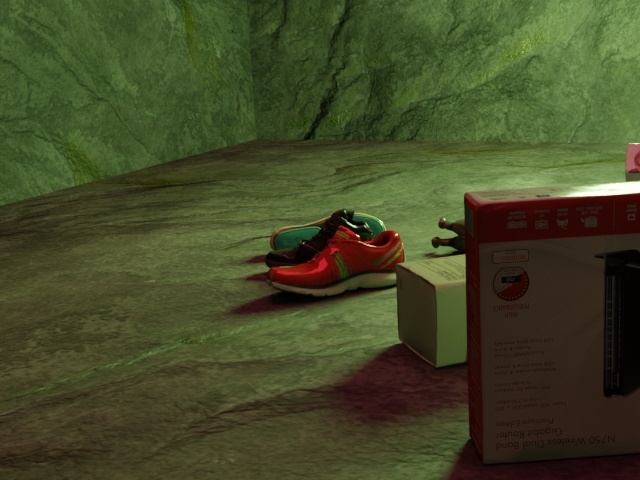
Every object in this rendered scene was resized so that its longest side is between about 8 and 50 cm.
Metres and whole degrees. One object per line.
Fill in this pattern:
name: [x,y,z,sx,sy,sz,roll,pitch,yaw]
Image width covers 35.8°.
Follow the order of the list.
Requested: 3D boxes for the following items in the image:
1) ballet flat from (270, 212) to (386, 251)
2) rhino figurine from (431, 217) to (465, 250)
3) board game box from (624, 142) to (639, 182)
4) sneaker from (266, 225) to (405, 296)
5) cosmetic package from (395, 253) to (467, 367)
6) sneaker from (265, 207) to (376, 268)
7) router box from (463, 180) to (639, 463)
ballet flat: [0.014,-0.010,2.134,0.248,0.086,0.086,-5,13,-3]
rhino figurine: [0.352,-0.026,2.118,0.243,0.073,0.106,-13,12,-42]
board game box: [0.707,-0.051,1.721,0.318,0.066,0.318,2,-30,25]
sneaker: [0.026,0.033,1.836,0.279,0.118,0.107,-9,13,-24]
cosmetic package: [0.277,0.091,1.500,0.296,0.129,0.153,-6,15,-16]
sneaker: [0.000,0.000,1.970,0.227,0.130,0.087,-3,11,9]
router box: [0.336,0.087,1.120,0.335,0.301,0.082,-4,13,-2]
